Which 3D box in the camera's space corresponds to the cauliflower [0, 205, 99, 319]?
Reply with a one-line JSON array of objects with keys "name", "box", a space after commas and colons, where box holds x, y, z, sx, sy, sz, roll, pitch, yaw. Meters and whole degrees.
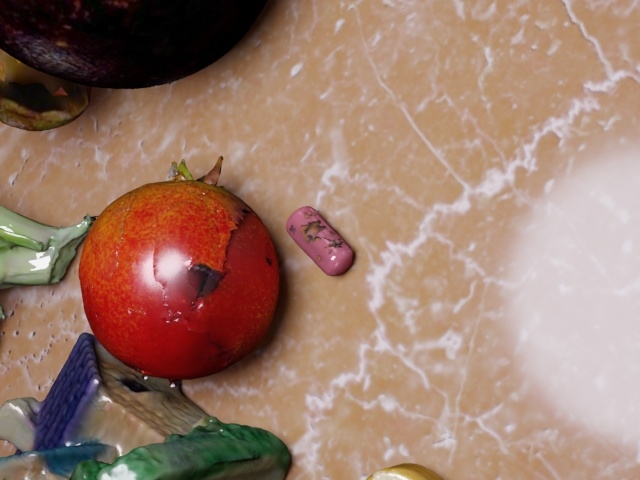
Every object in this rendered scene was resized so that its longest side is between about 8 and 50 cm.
[{"name": "cauliflower", "box": [-0.392, 0.016, 1.436, 0.315, 0.256, 0.239, -1, 78, -2]}]

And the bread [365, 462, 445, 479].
[{"name": "bread", "box": [0.085, 0.293, 1.210, 0.122, 0.073, 0.149, 22, 96, 23]}]

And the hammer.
[{"name": "hammer", "box": [0.000, 0.000, 1.306, 0.043, 0.043, 0.083, -50, 63, 14]}]

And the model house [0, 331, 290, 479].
[{"name": "model house", "box": [-0.244, 0.234, 1.256, 0.280, 0.312, 0.245, 34, 103, 25]}]

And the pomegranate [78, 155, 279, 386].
[{"name": "pomegranate", "box": [-0.141, 0.029, 1.293, 0.210, 0.210, 0.235, -14, 49, 26]}]

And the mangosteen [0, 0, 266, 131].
[{"name": "mangosteen", "box": [-0.245, -0.317, 1.301, 0.435, 0.382, 0.382, -30, 71, 31]}]
